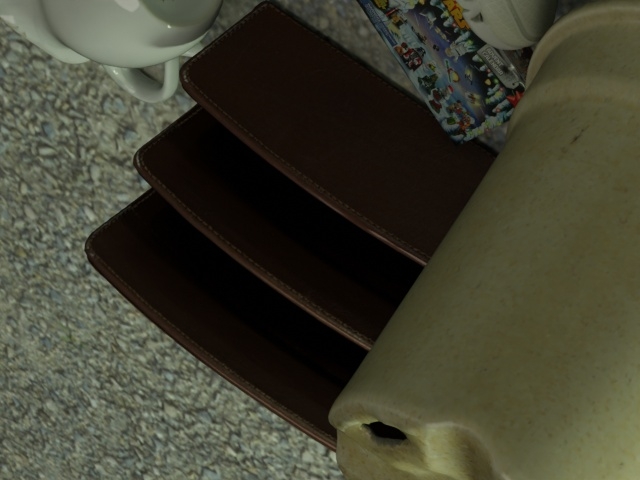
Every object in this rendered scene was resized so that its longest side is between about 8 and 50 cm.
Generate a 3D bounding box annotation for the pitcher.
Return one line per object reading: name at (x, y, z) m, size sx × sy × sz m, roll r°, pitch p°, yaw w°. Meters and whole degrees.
pitcher at (-0.146, -0.178, 1.549) m, size 0.178 × 0.125 × 0.207 m, roll 42°, pitch 156°, yaw -26°

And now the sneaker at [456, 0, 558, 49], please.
sneaker at (0.148, -0.239, 1.238) m, size 0.118 × 0.110 × 0.292 m, roll 18°, pitch 133°, yaw 19°

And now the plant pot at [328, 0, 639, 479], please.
plant pot at (0.178, 0.072, 1.234) m, size 0.334 × 0.305 × 0.334 m, roll 35°, pitch 156°, yaw 18°

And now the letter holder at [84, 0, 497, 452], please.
letter holder at (0.000, 0.000, 1.471) m, size 0.302 × 0.214 × 0.152 m, roll 36°, pitch 139°, yaw 15°

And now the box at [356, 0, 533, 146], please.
box at (0.095, -0.142, 1.417) m, size 0.094 × 0.027 × 0.137 m, roll -26°, pitch 102°, yaw 48°
